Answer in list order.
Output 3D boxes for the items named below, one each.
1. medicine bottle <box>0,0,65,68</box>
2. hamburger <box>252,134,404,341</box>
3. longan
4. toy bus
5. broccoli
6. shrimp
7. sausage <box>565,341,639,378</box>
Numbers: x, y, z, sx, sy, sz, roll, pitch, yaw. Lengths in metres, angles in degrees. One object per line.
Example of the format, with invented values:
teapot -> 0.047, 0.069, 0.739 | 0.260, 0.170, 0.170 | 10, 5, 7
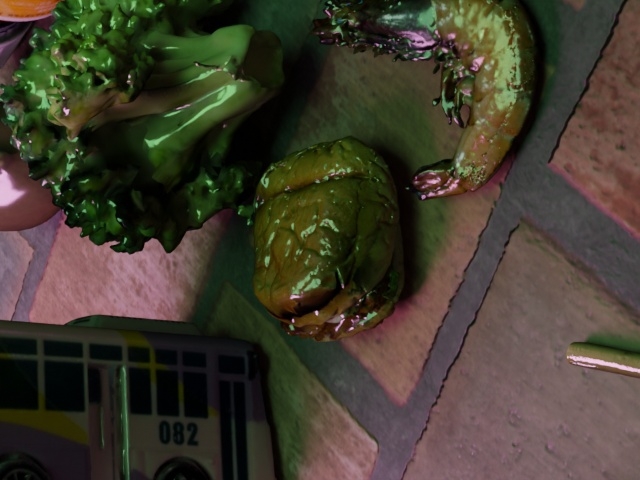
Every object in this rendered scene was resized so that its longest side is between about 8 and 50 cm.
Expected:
medicine bottle -> -0.406, -0.363, 2.279 | 0.395, 0.243, 0.242 | -37, 64, 53
hamburger -> 0.000, 0.000, 1.905 | 0.183, 0.130, 0.206 | -13, 80, 46
longan -> -0.393, -0.093, 2.322 | 0.189, 0.189, 0.189 | 3, 94, 49
toy bus -> -0.270, 0.205, 2.004 | 0.209, 0.440, 0.249 | -19, 70, 48
broccoli -> -0.161, -0.149, 2.010 | 0.281, 0.347, 0.293 | -15, 124, 40
shrimp -> 0.095, -0.154, 1.837 | 0.290, 0.054, 0.222 | 15, 104, 41
sausage -> 0.275, 0.111, 1.668 | 0.132, 0.024, 0.024 | 9, 98, 49
